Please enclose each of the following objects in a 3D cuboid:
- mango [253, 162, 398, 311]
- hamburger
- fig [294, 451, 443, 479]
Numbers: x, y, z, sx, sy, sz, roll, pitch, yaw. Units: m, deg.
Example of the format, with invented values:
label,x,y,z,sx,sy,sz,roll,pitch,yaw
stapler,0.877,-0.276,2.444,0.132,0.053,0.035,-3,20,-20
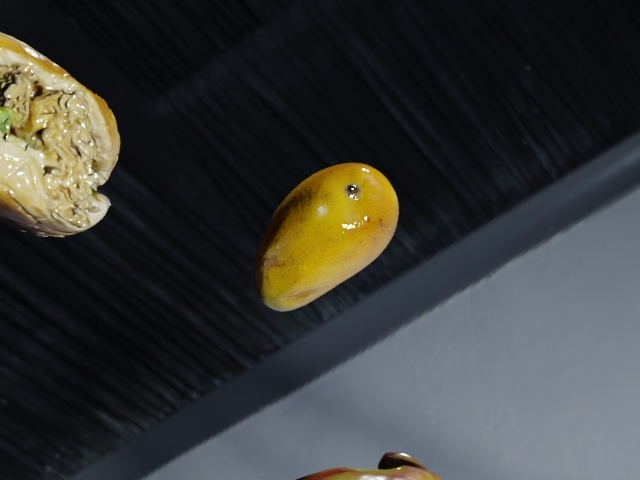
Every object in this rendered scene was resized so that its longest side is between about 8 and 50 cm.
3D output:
label,x,y,z,sx,sy,sz,roll,pitch,yaw
mango,-0.002,-0.002,0.967,0.165,0.115,0.089,-38,67,13
hamburger,-0.296,-0.092,0.984,0.286,0.243,0.146,19,76,23
fig,0.004,0.290,0.832,0.263,0.224,0.224,-36,39,3
